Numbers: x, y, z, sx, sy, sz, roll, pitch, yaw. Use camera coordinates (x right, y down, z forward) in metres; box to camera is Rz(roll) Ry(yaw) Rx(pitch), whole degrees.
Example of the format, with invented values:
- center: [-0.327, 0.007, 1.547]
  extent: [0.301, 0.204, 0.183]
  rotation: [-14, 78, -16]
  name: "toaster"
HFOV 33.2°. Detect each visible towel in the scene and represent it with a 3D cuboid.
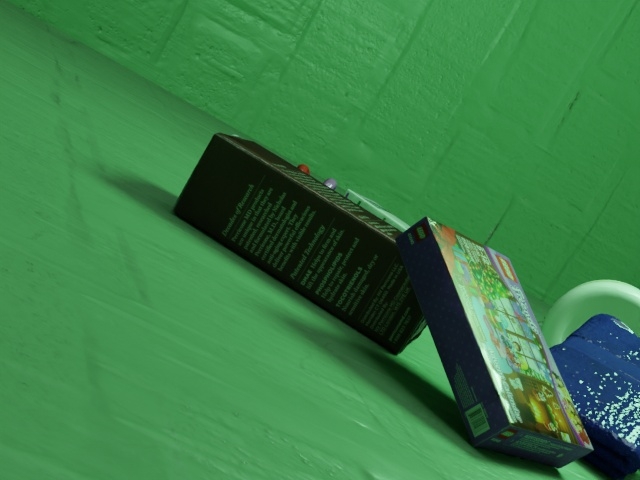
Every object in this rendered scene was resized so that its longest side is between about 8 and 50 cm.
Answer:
- center: [0.430, 0.226, 1.582]
  extent: [0.228, 0.076, 0.308]
  rotation: [30, 33, 31]
  name: "towel"

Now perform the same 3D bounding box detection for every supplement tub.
- center: [0.538, 0.193, 2.026]
  extent: [0.235, 0.235, 0.325]
  rotation: [32, 7, 14]
  name: "supplement tub"

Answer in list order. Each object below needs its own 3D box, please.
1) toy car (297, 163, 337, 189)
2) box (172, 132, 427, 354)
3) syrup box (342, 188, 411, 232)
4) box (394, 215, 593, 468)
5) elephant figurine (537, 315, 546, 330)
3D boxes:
- center: [-0.027, -0.052, 1.781]
  extent: [0.182, 0.136, 0.159]
  rotation: [31, 6, 5]
  name: "toy car"
- center: [0.000, 0.000, 1.535]
  extent: [0.381, 0.143, 0.191]
  rotation: [34, 8, 10]
  name: "box"
- center: [0.132, -0.020, 2.413]
  extent: [0.093, 0.096, 0.237]
  rotation: [24, 11, -44]
  name: "syrup box"
- center: [0.212, 0.125, 1.316]
  extent: [0.201, 0.057, 0.293]
  rotation: [24, 39, -47]
  name: "box"
- center: [0.586, 0.221, 2.462]
  extent: [0.239, 0.169, 0.186]
  rotation: [14, -39, 55]
  name: "elephant figurine"
